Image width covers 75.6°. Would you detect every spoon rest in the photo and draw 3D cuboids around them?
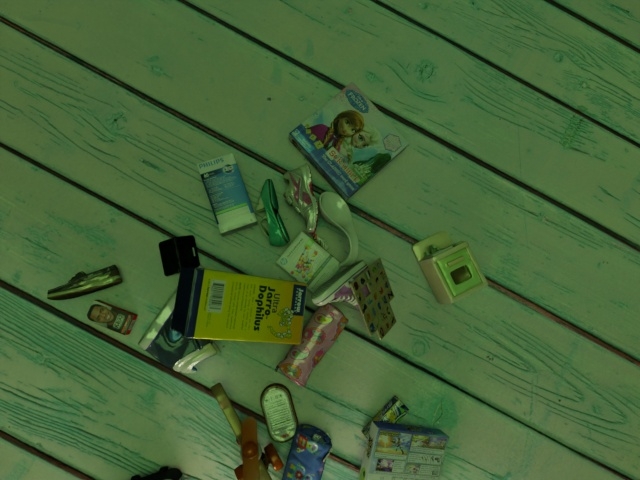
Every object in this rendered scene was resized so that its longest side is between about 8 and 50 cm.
[{"bbox_3d":[0.071,-0.051,1.438,0.137,0.084,0.276,-2,68,-42],"label":"spoon rest"}]

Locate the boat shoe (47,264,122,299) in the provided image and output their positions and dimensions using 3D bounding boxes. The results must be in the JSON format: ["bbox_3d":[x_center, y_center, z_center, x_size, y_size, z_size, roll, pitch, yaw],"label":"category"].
[{"bbox_3d":[-0.774,0.137,1.355,0.223,0.080,0.073,-15,78,-13],"label":"boat shoe"}]

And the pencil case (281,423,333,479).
[{"bbox_3d":[-0.051,0.751,1.311,0.133,0.119,0.306,13,83,23],"label":"pencil case"}]

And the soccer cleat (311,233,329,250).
[{"bbox_3d":[0.000,0.000,1.478,0.035,0.029,0.083,-36,90,-18],"label":"soccer cleat"}]

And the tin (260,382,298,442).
[{"bbox_3d":[-0.139,0.576,1.377,0.106,0.040,0.190,-17,84,-4],"label":"tin"}]

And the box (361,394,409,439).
[{"bbox_3d":[0.219,0.609,1.396,0.169,0.059,0.054,-42,90,-10],"label":"box"}]

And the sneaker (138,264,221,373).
[{"bbox_3d":[-0.408,0.272,1.362,0.236,0.130,0.323,38,69,-16],"label":"sneaker"}]

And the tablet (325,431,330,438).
[{"bbox_3d":[-0.006,0.684,1.389,0.083,0.006,0.054,-14,83,-8],"label":"tablet"}]

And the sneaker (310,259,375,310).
[{"bbox_3d":[0.098,0.184,1.373,0.282,0.102,0.161,-27,92,-43],"label":"sneaker"}]

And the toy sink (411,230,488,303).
[{"bbox_3d":[0.453,0.085,1.459,0.152,0.131,0.234,-24,84,-9],"label":"toy sink"}]

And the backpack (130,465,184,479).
[{"bbox_3d":[-0.501,0.852,1.230,0.225,0.191,0.254,-15,89,-9],"label":"backpack"}]

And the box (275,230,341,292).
[{"bbox_3d":[-0.039,0.080,1.445,0.186,0.038,0.145,40,90,2],"label":"box"}]

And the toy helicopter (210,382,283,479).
[{"bbox_3d":[-0.242,0.602,1.263,0.140,0.235,0.355,-29,80,-19],"label":"toy helicopter"}]

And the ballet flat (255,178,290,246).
[{"bbox_3d":[-0.181,-0.094,1.447,0.087,0.083,0.247,-17,82,6],"label":"ballet flat"}]

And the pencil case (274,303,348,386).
[{"bbox_3d":[-0.026,0.343,1.382,0.124,0.124,0.284,36,81,0],"label":"pencil case"}]

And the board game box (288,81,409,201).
[{"bbox_3d":[0.105,-0.365,1.520,0.318,0.066,0.319,-42,88,-10],"label":"board game box"}]

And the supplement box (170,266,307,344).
[{"bbox_3d":[-0.248,0.204,1.275,0.356,0.194,0.195,11,80,-29],"label":"supplement box"}]

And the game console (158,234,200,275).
[{"bbox_3d":[-0.487,0.052,1.427,0.107,0.071,0.122,-9,83,-37],"label":"game console"}]

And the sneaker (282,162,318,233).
[{"bbox_3d":[-0.071,-0.141,1.460,0.111,0.103,0.252,-12,77,-3],"label":"sneaker"}]

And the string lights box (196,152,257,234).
[{"bbox_3d":[-0.324,-0.160,1.440,0.133,0.077,0.260,-19,84,-9],"label":"string lights box"}]

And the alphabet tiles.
[{"bbox_3d":[0.194,0.206,1.409,0.198,0.009,0.237,-34,108,-46],"label":"alphabet tiles"}]

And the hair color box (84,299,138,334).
[{"bbox_3d":[-0.688,0.253,1.360,0.141,0.043,0.072,21,81,-2],"label":"hair color box"}]

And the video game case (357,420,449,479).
[{"bbox_3d":[0.268,0.733,1.347,0.269,0.061,0.244,15,88,-16],"label":"video game case"}]
